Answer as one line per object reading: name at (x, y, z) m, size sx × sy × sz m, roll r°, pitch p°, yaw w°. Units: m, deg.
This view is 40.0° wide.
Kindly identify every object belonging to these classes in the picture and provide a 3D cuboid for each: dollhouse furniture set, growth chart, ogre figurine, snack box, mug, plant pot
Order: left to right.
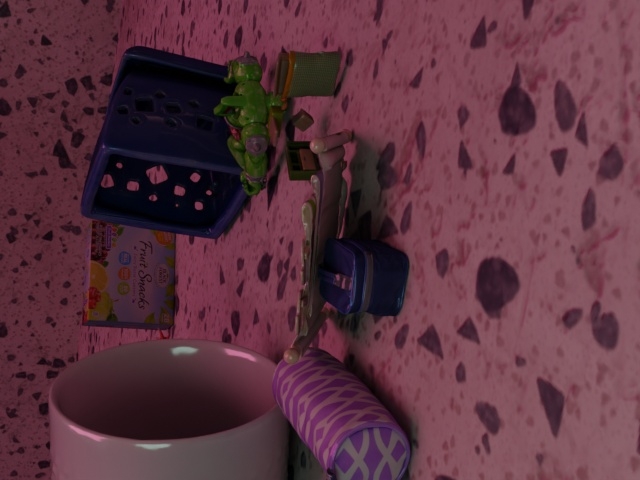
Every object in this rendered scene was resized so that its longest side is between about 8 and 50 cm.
snack box at (-0.387, 0.072, 1.782) m, size 0.070 × 0.174 × 0.207 m, roll 148°, pitch 125°, yaw -60°
mug at (-0.212, 0.311, 1.092) m, size 0.374 × 0.276 × 0.328 m, roll 17°, pitch 112°, yaw 42°
plant pot at (-0.233, -0.156, 1.373) m, size 0.236 × 0.236 × 0.212 m, roll 132°, pitch 144°, yaw -58°
ogre figurine at (-0.099, -0.172, 1.214) m, size 0.118 × 0.096 × 0.197 m, roll 132°, pitch 150°, yaw -75°
dollhouse furniture set at (-0.019, -0.146, 1.032) m, size 0.059 × 0.076 × 0.152 m, roll -104°, pitch 18°, yaw -44°
growth chart at (0.000, 0.000, 0.917) m, size 0.172 × 0.021 × 0.237 m, roll -21°, pitch -62°, yaw -76°

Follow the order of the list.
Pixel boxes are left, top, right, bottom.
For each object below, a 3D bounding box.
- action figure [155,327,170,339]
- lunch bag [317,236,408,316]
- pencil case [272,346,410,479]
action figure at (-0.218, 0.249, 1.420) m, size 0.139 × 0.091 × 0.280 m, roll 60°, pitch 140°, yaw 42°
lunch bag at (0.035, 0.033, 0.862) m, size 0.098 × 0.065 × 0.067 m, roll -153°, pitch 70°, yaw -67°
pencil case at (0.016, 0.177, 0.863) m, size 0.206 × 0.086 × 0.088 m, roll -138°, pitch 32°, yaw -66°
